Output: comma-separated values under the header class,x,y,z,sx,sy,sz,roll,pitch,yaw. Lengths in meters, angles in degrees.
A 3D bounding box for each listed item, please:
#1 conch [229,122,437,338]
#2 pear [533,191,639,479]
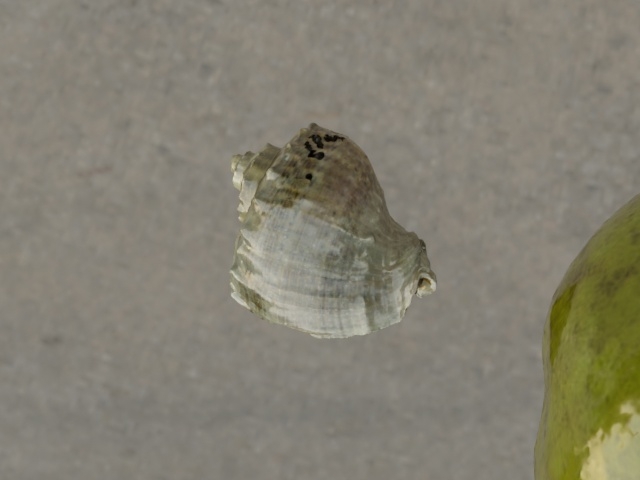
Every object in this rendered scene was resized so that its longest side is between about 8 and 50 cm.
class,x,y,z,sx,sy,sz,roll,pitch,yaw
conch,0.000,0.000,1.365,0.207,0.130,0.155,37,108,19
pear,0.311,0.112,1.086,0.352,0.413,0.352,24,169,5
